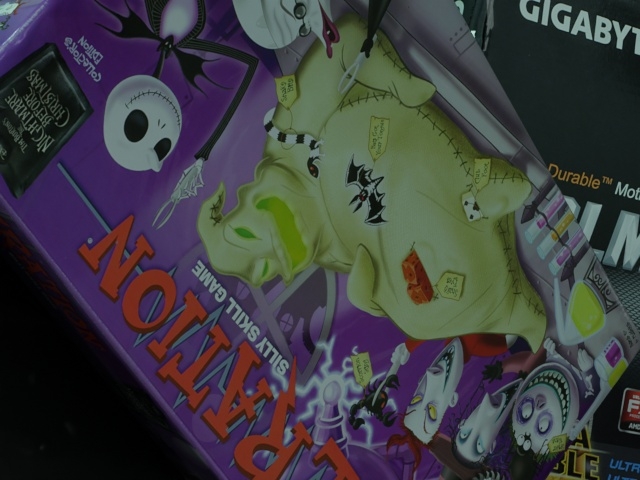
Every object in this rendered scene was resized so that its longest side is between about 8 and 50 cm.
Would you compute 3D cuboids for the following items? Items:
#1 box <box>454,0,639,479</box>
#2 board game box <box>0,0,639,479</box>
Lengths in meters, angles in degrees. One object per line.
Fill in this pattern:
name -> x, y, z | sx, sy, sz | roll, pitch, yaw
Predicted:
box -> 0.157, 0.028, 0.995 | 0.295, 0.073, 0.293 | 14, 85, -34
board game box -> 0.000, 0.000, 0.779 | 0.208, 0.056, 0.347 | -48, 128, -18
